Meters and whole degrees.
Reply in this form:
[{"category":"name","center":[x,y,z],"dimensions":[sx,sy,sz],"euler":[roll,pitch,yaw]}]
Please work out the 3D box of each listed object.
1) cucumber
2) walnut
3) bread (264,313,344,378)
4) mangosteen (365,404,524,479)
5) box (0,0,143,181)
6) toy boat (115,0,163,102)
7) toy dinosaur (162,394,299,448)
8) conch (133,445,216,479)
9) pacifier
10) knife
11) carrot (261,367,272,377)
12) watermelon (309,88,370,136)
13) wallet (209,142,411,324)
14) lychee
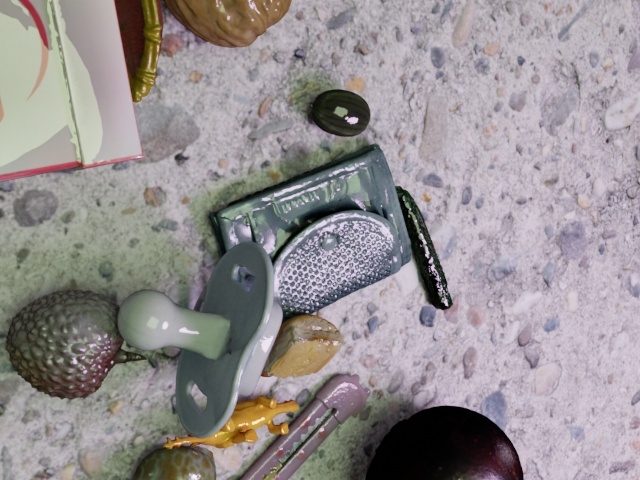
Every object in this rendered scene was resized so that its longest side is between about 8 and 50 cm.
[{"category":"cucumber","center":[0.189,0.013,1.579],"dimensions":[0.044,0.043,0.256],"euler":[-32,110,-27]},{"category":"walnut","center":[-0.144,-0.395,1.262],"dimensions":[0.213,0.213,0.213],"euler":[-4,98,-28]},{"category":"bread","center":[-0.033,0.172,1.434],"dimensions":[0.125,0.082,0.106],"euler":[7,127,-41]},{"category":"mangosteen","center":[0.226,0.448,1.499],"dimensions":[0.297,0.313,0.297],"euler":[-16,134,-17]},{"category":"box","center":[-0.428,-0.227,1.050],"dimensions":[0.300,0.314,0.312],"euler":[-14,103,-29]},{"category":"toy boat","center":[-0.288,-0.360,1.218],"dimensions":[0.099,0.141,0.318],"euler":[-34,115,-39]},{"category":"toy dinosaur","center":[-0.154,0.300,1.387],"dimensions":[0.288,0.117,0.070],"euler":[-10,88,-43]},{"category":"conch","center":[-0.231,0.385,1.364],"dimensions":[0.173,0.106,0.116],"euler":[16,108,-43]},{"category":"pacifier","center":[-0.188,0.128,1.250],"dimensions":[0.233,0.244,0.299],"euler":[19,95,-35]},{"category":"knife","center":[-0.063,0.380,1.489],"dimensions":[0.398,0.038,0.132],"euler":[-45,117,-18]},{"category":"carrot","center":[-0.124,0.190,1.437],"dimensions":[0.142,0.035,0.035],"euler":[38,78,-21]},{"category":"watermelon","center":[0.033,-0.215,1.447],"dimensions":[0.111,0.078,0.078],"euler":[6,93,-29]},{"category":"wallet","center":[0.000,0.000,1.460],"dimensions":[0.342,0.075,0.237],"euler":[-24,110,-25]},{"category":"lychee","center":[-0.349,0.151,1.233],"dimensions":[0.197,0.165,0.165],"euler":[23,84,-9]}]
